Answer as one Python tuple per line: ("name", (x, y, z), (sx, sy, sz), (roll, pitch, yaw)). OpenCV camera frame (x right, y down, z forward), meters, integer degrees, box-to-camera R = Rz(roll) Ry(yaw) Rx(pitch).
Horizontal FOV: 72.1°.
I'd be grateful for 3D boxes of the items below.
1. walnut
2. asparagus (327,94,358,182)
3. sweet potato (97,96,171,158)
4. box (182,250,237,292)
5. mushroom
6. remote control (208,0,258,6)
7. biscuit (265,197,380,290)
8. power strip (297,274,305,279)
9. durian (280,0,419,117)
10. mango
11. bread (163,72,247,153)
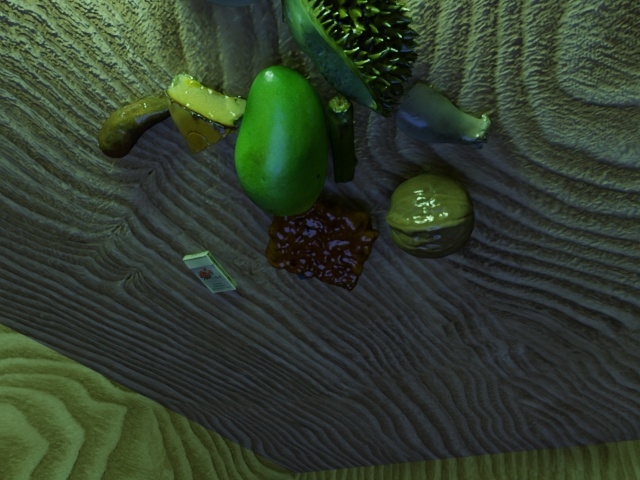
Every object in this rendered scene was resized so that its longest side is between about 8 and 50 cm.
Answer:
("walnut", (0.278, -0.061, 1.123), (0.227, 0.228, 0.228), (7, 137, 6))
("asparagus", (0.054, -0.226, 1.068), (0.067, 0.060, 0.278), (12, 150, 16))
("sweet potato", (-0.488, -0.299, 1.137), (0.291, 0.097, 0.097), (-24, 126, 31))
("box", (-0.400, 0.119, 1.601), (0.109, 0.029, 0.198), (-11, 133, 23))
("mushroom", (0.278, -0.263, 0.992), (0.225, 0.093, 0.116), (25, 115, -6))
("remote control", (-0.218, -0.529, 0.736), (0.331, 0.104, 0.221), (17, 141, -13))
("biscuit", (0.000, 0.000, 1.310), (0.311, 0.111, 0.318), (18, 129, -2))
("power strip", (-0.029, 0.097, 1.486), (0.123, 0.032, 0.056), (-16, 131, 27))
("durian", (0.069, -0.395, 0.868), (0.394, 0.163, 0.198), (32, 177, -44))
("mango", (-0.094, -0.222, 1.042), (0.225, 0.201, 0.382), (5, 133, 5))
("bread", (-0.263, -0.312, 1.041), (0.159, 0.140, 0.169), (-2, 135, 23))
